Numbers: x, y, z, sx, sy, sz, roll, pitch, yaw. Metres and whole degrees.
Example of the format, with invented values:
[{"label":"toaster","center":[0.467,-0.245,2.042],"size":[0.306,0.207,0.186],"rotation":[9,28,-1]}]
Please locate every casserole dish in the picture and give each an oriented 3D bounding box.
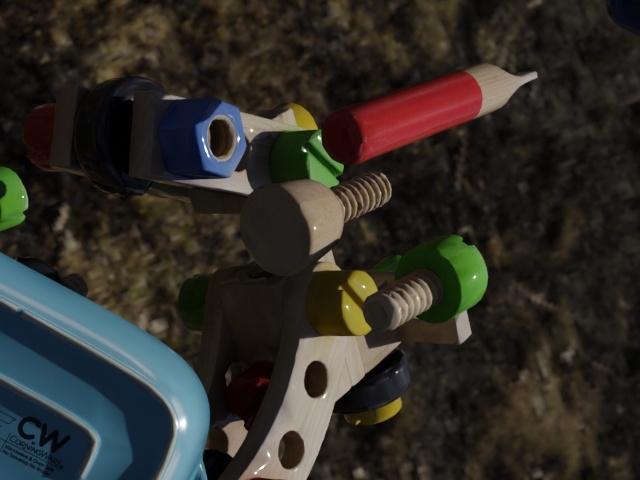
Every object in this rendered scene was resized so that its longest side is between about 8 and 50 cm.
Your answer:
[{"label":"casserole dish","center":[-0.125,0.061,0.502],"size":[0.188,0.114,0.037],"rotation":[30,-8,-9]}]

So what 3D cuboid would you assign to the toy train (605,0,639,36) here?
[{"label":"toy train","center":[0.151,-0.157,0.339],"size":[0.105,0.248,0.143],"rotation":[27,8,7]}]

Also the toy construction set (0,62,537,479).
[{"label":"toy construction set","center":[0.000,0.000,0.752],"size":[0.237,0.309,0.257],"rotation":[-24,84,-47]}]
